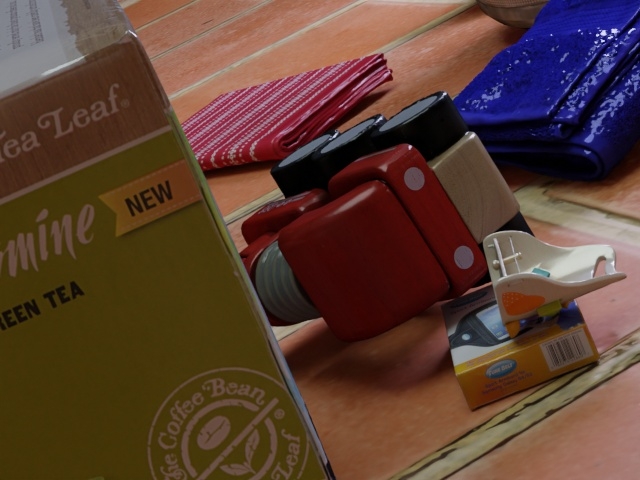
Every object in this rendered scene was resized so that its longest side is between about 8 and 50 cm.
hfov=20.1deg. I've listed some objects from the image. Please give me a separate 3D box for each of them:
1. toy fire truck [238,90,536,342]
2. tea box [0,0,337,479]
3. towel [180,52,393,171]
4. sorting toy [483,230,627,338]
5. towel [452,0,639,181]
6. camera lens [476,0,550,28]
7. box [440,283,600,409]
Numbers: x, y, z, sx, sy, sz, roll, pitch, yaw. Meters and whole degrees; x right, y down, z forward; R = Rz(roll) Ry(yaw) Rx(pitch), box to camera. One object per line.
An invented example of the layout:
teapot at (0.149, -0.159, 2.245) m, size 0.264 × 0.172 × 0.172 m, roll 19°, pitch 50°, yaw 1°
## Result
toy fire truck at (-0.025, 0.011, 1.152) m, size 0.246 × 0.158 × 0.217 m, roll -38°, pitch 12°, yaw -27°
tea box at (-0.136, 0.061, 0.890) m, size 0.220 × 0.323 × 0.329 m, roll -25°, pitch 17°, yaw -3°
towel at (-0.072, -0.119, 1.879) m, size 0.275 × 0.031 × 0.199 m, roll -9°, pitch 24°, yaw 47°
sorting toy at (0.137, 0.021, 1.043) m, size 0.075 × 0.045 × 0.083 m, roll -14°, pitch 17°, yaw 5°
towel at (0.231, -0.173, 1.422) m, size 0.308 × 0.076 × 0.228 m, roll -46°, pitch 24°, yaw -20°
camera lens at (0.214, -0.363, 1.766) m, size 0.219 × 0.274 × 0.219 m, roll -23°, pitch 27°, yaw 13°
box at (0.117, 0.051, 1.090) m, size 0.081 × 0.028 × 0.136 m, roll -22°, pitch 19°, yaw 6°
